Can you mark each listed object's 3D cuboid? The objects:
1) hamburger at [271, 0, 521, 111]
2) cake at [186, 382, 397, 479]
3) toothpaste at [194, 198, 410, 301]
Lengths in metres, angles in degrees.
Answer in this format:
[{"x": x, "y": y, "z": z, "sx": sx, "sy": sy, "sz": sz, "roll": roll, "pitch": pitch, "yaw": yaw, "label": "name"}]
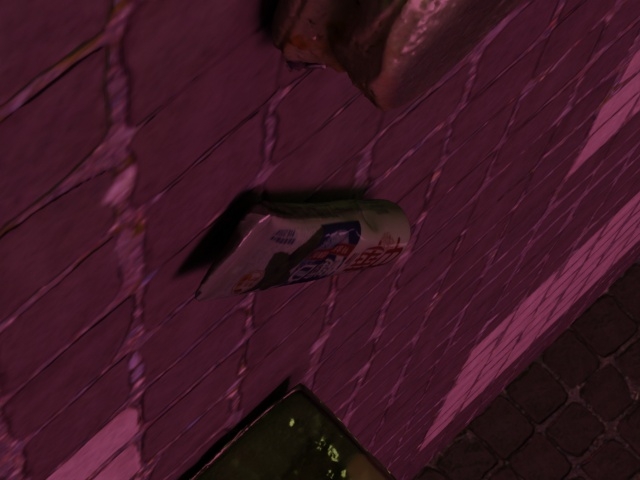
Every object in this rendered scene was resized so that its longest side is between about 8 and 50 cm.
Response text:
[{"x": 0.046, "y": -0.110, "z": 0.635, "sx": 0.140, "sy": 0.062, "sz": 0.133, "roll": -46, "pitch": 172, "yaw": -7, "label": "hamburger"}, {"x": -0.069, "y": 0.265, "z": 1.263, "sx": 0.283, "sy": 0.158, "sz": 0.172, "roll": -41, "pitch": 169, "yaw": -14, "label": "cake"}, {"x": 0.000, "y": 0.000, "z": 0.903, "sx": 0.060, "sy": 0.038, "sz": 0.233, "roll": -51, "pitch": 164, "yaw": 17, "label": "toothpaste"}]
